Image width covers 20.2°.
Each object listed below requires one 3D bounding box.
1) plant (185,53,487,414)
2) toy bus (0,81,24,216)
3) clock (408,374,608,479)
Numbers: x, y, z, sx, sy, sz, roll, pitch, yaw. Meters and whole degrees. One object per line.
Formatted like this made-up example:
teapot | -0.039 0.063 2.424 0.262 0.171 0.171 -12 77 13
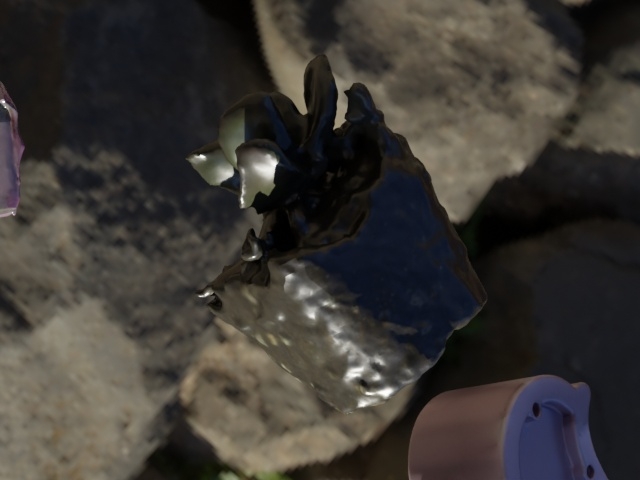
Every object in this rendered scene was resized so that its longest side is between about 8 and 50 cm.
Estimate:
plant | 0.000 0.000 1.535 0.188 0.276 0.199 -39 -174 -30
toy bus | -0.500 -0.085 1.856 0.386 0.162 0.171 -9 102 -23
clock | 0.100 0.239 1.064 0.290 0.080 0.275 -27 102 -50
